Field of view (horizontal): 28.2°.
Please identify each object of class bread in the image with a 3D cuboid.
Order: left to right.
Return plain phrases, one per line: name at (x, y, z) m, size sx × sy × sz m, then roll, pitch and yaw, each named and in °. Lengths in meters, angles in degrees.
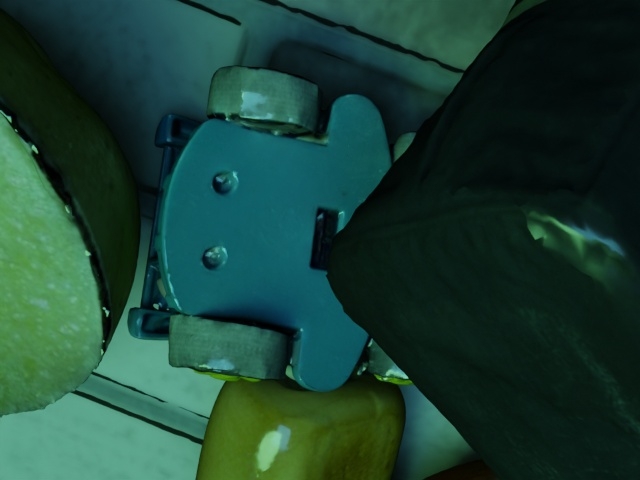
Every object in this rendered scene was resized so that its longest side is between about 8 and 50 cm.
bread at (-0.027, 0.164, 0.596) m, size 0.074 × 0.092 × 0.239 m, roll 30°, pitch 116°, yaw 40°

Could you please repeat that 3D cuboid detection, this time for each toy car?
toy car at (0.000, 0.000, 0.552) m, size 0.161 × 0.098 × 0.126 m, roll 9°, pitch 85°, yaw -24°

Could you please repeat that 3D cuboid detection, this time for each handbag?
handbag at (0.140, 0.019, 0.464) m, size 0.254 × 0.181 × 0.181 m, roll 48°, pitch 150°, yaw -16°

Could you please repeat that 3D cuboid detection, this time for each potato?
potato at (-0.151, -0.037, 0.531) m, size 0.182 × 0.117 × 0.202 m, roll -18°, pitch 116°, yaw 36°

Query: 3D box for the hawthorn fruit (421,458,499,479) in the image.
hawthorn fruit at (0.072, 0.156, 0.547) m, size 0.125 × 0.140 × 0.125 m, roll -9°, pitch 76°, yaw 39°
